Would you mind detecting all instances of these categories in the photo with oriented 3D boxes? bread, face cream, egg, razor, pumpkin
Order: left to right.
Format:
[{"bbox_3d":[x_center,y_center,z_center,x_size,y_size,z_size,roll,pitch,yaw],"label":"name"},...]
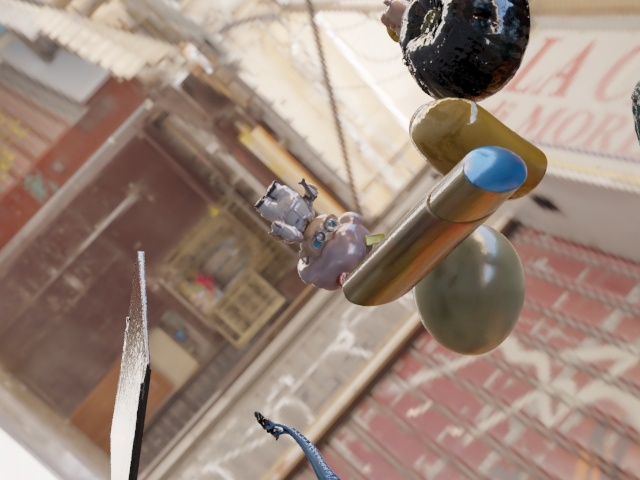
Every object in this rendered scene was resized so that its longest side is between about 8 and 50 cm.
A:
[{"bbox_3d":[-0.016,0.358,1.994,0.253,0.042,0.082,39,-9,44],"label":"razor"},{"bbox_3d":[0.143,-0.018,1.494,0.067,0.139,0.285,55,-42,13],"label":"face cream"},{"bbox_3d":[0.227,-0.323,1.920,0.163,0.233,0.233,13,7,-28],"label":"pumpkin"},{"bbox_3d":[0.244,0.082,2.021,0.186,0.186,0.241,34,-42,48],"label":"egg"},{"bbox_3d":[0.230,-0.127,1.818,0.217,0.098,0.147,27,-22,-30],"label":"bread"}]

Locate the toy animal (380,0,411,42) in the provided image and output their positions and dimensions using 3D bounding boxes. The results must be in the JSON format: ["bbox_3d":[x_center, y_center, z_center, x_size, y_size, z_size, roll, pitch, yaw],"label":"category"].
[{"bbox_3d":[0.160,-0.401,2.265,0.114,0.091,0.082,30,20,2],"label":"toy animal"}]

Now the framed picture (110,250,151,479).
[{"bbox_3d":[-0.212,0.184,1.362,0.014,0.255,0.338,6,17,-12],"label":"framed picture"}]

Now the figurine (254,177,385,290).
[{"bbox_3d":[0.000,0.000,1.882,0.229,0.137,0.112,38,-26,-7],"label":"figurine"}]

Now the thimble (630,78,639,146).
[{"bbox_3d":[0.534,-0.146,1.699,0.235,0.143,0.198,75,-6,-47],"label":"thimble"}]
